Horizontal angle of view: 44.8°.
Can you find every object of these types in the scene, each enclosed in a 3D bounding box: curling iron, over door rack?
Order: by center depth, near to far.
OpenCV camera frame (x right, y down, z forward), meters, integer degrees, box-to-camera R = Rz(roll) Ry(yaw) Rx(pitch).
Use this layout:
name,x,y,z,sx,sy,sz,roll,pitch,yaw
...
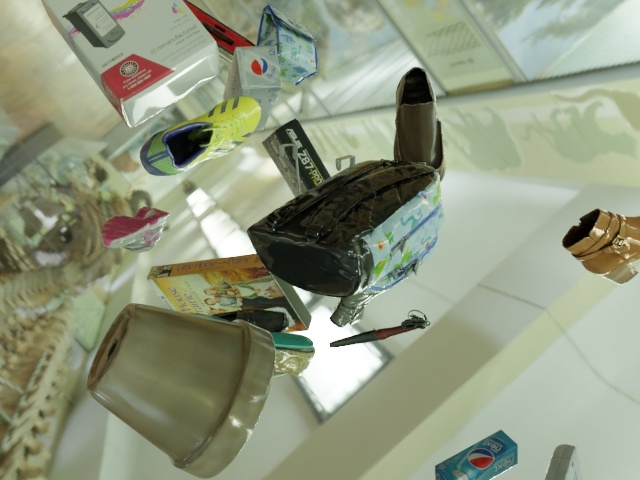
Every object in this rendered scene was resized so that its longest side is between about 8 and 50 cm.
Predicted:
name,x,y,z,sx,sy,sz,roll,pitch,yaw
curling iron,0.146,0.229,1.968,0.273,0.068,0.035,-17,-136,21
over door rack,0.033,-0.113,2.121,0.239,0.324,0.108,17,-139,42

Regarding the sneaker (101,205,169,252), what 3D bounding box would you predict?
name,x,y,z,sx,sy,sz,roll,pitch,yaw
sneaker,-0.512,-0.011,2.152,0.252,0.102,0.111,-29,134,-60

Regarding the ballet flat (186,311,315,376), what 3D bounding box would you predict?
name,x,y,z,sx,sy,sz,roll,pitch,yaw
ballet flat,-0.176,0.260,1.825,0.123,0.348,0.123,-38,-135,50

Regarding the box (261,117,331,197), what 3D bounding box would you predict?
name,x,y,z,sx,sy,sz,roll,pitch,yaw
box,-0.040,-0.190,2.543,0.097,0.395,0.318,-33,-174,-11

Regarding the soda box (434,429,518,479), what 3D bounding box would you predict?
name,x,y,z,sx,sy,sz,roll,pitch,yaw
soda box,0.385,0.553,1.911,0.210,0.071,0.067,-22,-145,-22

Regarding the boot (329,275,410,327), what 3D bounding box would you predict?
name,x,y,z,sx,sy,sz,roll,pitch,yaw
boot,0.123,0.129,1.970,0.246,0.083,0.161,-14,136,-46

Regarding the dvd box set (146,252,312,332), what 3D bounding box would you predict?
name,x,y,z,sx,sy,sz,roll,pitch,yaw
dvd box set,-0.273,0.175,2.340,0.420,0.308,0.062,-7,-137,25

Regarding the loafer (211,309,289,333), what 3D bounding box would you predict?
name,x,y,z,sx,sy,sz,roll,pitch,yaw
loafer,-0.189,0.210,1.946,0.223,0.078,0.076,-7,-122,15

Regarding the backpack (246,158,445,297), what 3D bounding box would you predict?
name,x,y,z,sx,sy,sz,roll,pitch,yaw
backpack,0.089,-0.032,1.532,0.290,0.273,0.355,9,-133,43

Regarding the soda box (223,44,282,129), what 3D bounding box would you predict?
name,x,y,z,sx,sy,sz,roll,pitch,yaw
soda box,-0.158,-0.335,1.742,0.091,0.098,0.286,-7,172,-13

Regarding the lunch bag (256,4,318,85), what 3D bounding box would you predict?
name,x,y,z,sx,sy,sz,roll,pitch,yaw
lunch bag,-0.077,-0.458,1.797,0.096,0.128,0.151,-23,-118,38

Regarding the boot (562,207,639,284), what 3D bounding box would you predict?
name,x,y,z,sx,sy,sz,roll,pitch,yaw
boot,0.740,-0.037,1.885,0.283,0.220,0.109,-49,-151,24

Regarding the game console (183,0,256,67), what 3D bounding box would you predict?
name,x,y,z,sx,sy,sz,roll,pitch,yaw
game console,-0.322,-0.571,2.130,0.060,0.386,0.342,-57,-174,2

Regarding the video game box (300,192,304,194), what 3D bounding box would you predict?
name,x,y,z,sx,sy,sz,roll,pitch,yaw
video game box,0.000,0.000,2.036,0.048,0.187,0.205,-11,-144,-31

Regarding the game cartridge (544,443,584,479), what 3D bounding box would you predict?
name,x,y,z,sx,sy,sz,roll,pitch,yaw
game cartridge,0.566,0.639,1.831,0.060,0.196,0.294,2,-143,28

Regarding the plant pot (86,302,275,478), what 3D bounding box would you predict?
name,x,y,z,sx,sy,sz,roll,pitch,yaw
plant pot,-0.289,0.264,1.525,0.323,0.280,0.323,-48,-156,29

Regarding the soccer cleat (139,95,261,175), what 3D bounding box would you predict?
name,x,y,z,sx,sy,sz,roll,pitch,yaw
soccer cleat,-0.203,-0.197,1.449,0.289,0.094,0.121,-34,-165,-38

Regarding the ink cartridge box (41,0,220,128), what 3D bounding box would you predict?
name,x,y,z,sx,sy,sz,roll,pitch,yaw
ink cartridge box,-0.375,-0.412,1.532,0.226,0.306,0.131,-36,169,-13

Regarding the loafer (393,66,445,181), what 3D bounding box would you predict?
name,x,y,z,sx,sy,sz,roll,pitch,yaw
loafer,0.248,-0.305,2.035,0.133,0.130,0.366,-8,-120,3
